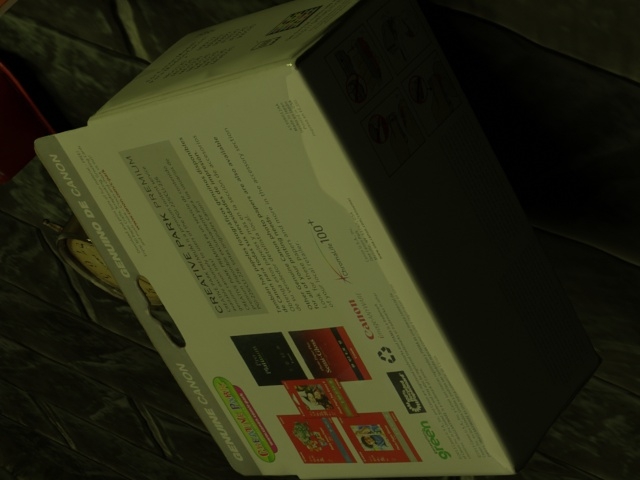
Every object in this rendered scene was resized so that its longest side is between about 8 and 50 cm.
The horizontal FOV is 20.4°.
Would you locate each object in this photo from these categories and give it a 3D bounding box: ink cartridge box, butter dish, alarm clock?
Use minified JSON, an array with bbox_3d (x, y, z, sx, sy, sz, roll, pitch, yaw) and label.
[{"bbox_3d":[-0.006,0.005,1.203,0.272,0.130,0.309,-9,117,44],"label":"ink cartridge box"},{"bbox_3d":[-0.334,-0.103,1.607,0.160,0.118,0.160,18,156,28],"label":"butter dish"},{"bbox_3d":[-0.179,0.014,1.746,0.192,0.064,0.129,12,153,45],"label":"alarm clock"}]

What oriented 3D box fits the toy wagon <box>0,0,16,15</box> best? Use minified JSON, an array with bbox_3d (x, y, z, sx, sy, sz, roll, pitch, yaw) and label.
[{"bbox_3d":[-0.321,-0.263,1.172,0.267,0.068,0.344,4,153,14],"label":"toy wagon"}]
